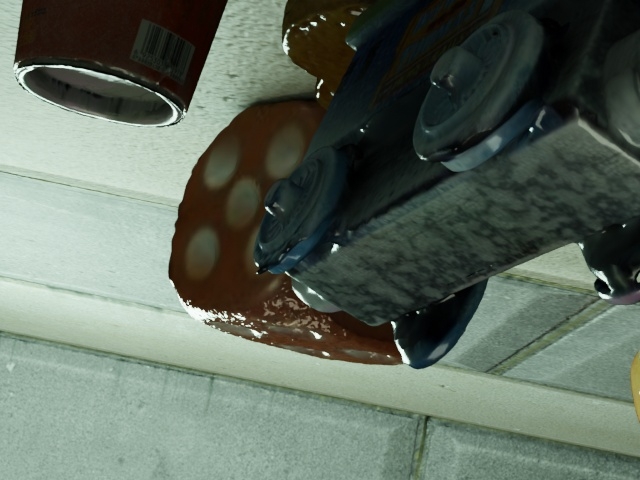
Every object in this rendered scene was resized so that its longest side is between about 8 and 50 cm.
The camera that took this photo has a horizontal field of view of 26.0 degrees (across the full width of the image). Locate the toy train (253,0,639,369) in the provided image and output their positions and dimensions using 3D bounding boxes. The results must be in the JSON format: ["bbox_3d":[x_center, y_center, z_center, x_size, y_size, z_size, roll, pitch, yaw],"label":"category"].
[{"bbox_3d":[0.085,-0.064,0.638,0.131,0.202,0.300,34,152,-17],"label":"toy train"}]

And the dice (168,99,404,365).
[{"bbox_3d":[0.000,0.000,1.094,0.174,0.175,0.179,20,163,-37],"label":"dice"}]

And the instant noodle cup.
[{"bbox_3d":[-0.094,-0.134,0.693,0.127,0.135,0.127,11,168,2],"label":"instant noodle cup"}]

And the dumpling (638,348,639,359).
[{"bbox_3d":[0.441,0.067,1.151,0.318,0.187,0.243,13,-151,27],"label":"dumpling"}]

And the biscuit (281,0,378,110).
[{"bbox_3d":[0.104,-0.099,0.877,0.290,0.041,0.208,26,158,-39],"label":"biscuit"}]

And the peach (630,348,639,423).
[{"bbox_3d":[0.406,0.151,1.417,0.184,0.184,0.184,10,167,2],"label":"peach"}]
